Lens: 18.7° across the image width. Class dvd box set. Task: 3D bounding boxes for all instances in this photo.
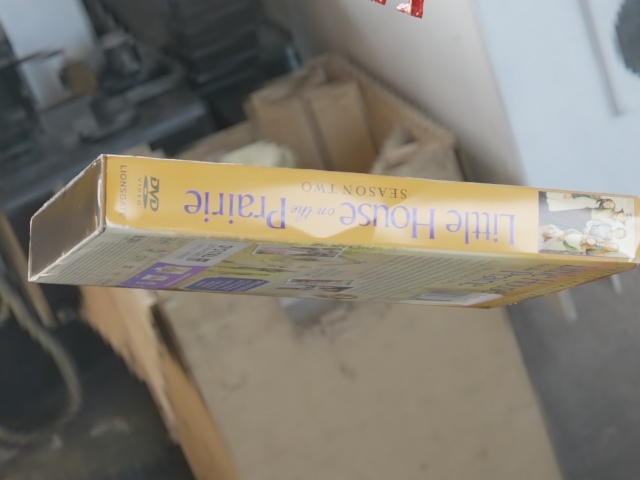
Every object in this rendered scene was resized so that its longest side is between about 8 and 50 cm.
[{"bbox_3d":[0.000,0.000,1.546,0.420,0.062,0.307,4,-9,-17],"label":"dvd box set"}]

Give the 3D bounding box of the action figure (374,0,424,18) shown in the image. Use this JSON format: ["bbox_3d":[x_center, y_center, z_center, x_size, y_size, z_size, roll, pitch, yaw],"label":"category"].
[{"bbox_3d":[0.100,-0.399,2.151,0.139,0.091,0.280,30,101,53],"label":"action figure"}]
